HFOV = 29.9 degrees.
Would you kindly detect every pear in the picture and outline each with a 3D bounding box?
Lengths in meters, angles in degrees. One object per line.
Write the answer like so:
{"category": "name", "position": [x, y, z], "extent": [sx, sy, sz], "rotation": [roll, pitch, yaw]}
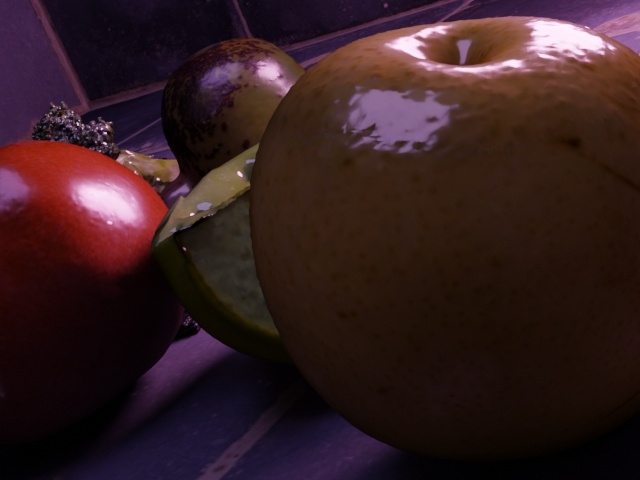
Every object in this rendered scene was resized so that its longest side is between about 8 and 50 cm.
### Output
{"category": "pear", "position": [0.118, -0.002, 0.875], "extent": [0.348, 0.348, 0.348], "rotation": [-21, 16, 7]}
{"category": "pear", "position": [0.000, 0.000, 1.222], "extent": [0.342, 0.238, 0.318], "rotation": [-34, 7, -17]}

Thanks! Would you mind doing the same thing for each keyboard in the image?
{"category": "keyboard", "position": [-0.156, 0.077, 1.536], "extent": [0.060, 0.018, 0.195], "rotation": [-21, 16, 17]}

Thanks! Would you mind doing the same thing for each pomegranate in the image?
{"category": "pomegranate", "position": [-0.139, -0.124, 1.764], "extent": [0.341, 0.285, 0.285], "rotation": [-47, 18, -1]}

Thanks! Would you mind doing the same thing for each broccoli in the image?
{"category": "broccoli", "position": [-0.309, -0.066, 1.941], "extent": [0.221, 0.252, 0.361], "rotation": [-33, -29, 28]}

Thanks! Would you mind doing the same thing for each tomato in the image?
{"category": "tomato", "position": [-0.299, 0.067, 1.288], "extent": [0.273, 0.341, 0.341], "rotation": [26, 29, 6]}
